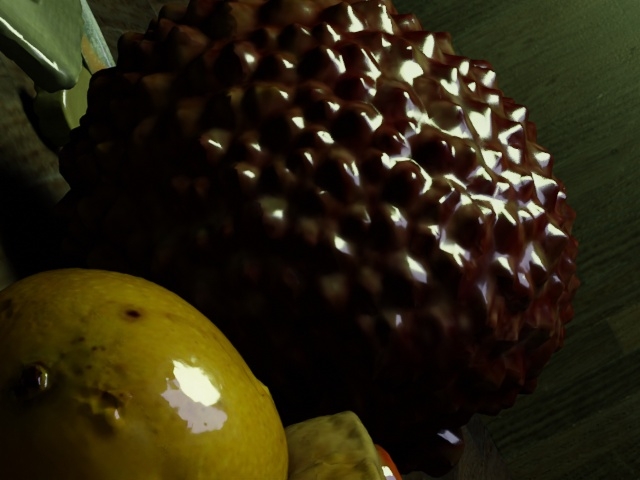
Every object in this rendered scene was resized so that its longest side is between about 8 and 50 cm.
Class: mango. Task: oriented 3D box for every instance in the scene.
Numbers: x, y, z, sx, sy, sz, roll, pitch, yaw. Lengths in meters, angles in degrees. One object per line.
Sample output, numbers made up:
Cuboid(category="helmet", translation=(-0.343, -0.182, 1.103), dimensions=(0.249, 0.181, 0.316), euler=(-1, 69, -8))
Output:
Cuboid(category="mango", translation=(-0.087, 0.091, 0.861), dimensions=(0.166, 0.136, 0.236), euler=(57, -2, 18))

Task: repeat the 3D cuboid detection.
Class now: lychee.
Cuboid(category="lychee", translation=(0.000, 0.000, 1.154), dimensions=(0.306, 0.306, 0.330), euler=(-68, 136, -81))

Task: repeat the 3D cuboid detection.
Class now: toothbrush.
Cuboid(category="toothbrush", translation=(-0.230, -0.251, 1.590), dimensions=(0.375, 0.037, 0.028), euler=(66, 11, 12))

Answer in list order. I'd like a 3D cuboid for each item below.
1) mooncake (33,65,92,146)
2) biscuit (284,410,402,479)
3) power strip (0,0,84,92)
Cuboid(category="mooncake", translation=(-0.199, -0.207, 1.404), dimensions=(0.347, 0.057, 0.150), euler=(-105, 180, -57))
Cuboid(category="biscuit", translation=(0.036, 0.261, 0.927), dimensions=(0.381, 0.074, 0.359), euler=(-99, -178, -62))
Cuboid(category="power strip", translation=(-0.243, -0.196, 1.040), dimensions=(0.251, 0.092, 0.257), euler=(48, 14, -27))
